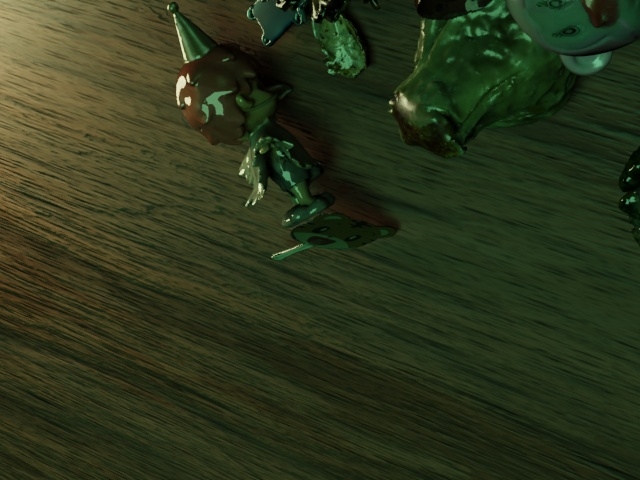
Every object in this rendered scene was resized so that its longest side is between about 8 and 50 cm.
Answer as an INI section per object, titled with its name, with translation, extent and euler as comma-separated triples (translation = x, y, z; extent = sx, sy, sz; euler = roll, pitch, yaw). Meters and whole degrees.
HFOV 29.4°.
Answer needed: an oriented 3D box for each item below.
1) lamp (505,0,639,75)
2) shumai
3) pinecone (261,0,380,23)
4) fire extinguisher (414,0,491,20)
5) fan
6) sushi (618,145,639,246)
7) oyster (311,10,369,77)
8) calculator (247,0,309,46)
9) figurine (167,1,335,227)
[lamp]
translation = 0.346, -0.360, 1.427
extent = 0.301, 0.247, 0.247
euler = -35, 128, 23
[shumai]
translation = 0.205, -0.236, 1.584
extent = 0.225, 0.222, 0.261
euler = 17, 120, 29
[pinecone]
translation = -0.016, -0.406, 1.617
extent = 0.243, 0.243, 0.257
euler = -24, 96, 41
[fire extinguisher]
translation = 0.111, -0.445, 1.524
extent = 0.106, 0.147, 0.337
euler = 129, 130, -66
[fan]
translation = 0.000, 0.000, 1.934
extent = 0.226, 0.152, 0.008
euler = -22, 63, 45
[sushi]
translation = 0.539, -0.028, 1.484
extent = 0.352, 0.178, 0.294
euler = 47, 147, 2
[oyster]
translation = 0.031, -0.302, 1.787
extent = 0.086, 0.029, 0.132
euler = 6, 116, 25
[calculator]
translation = -0.057, -0.351, 1.815
extent = 0.141, 0.019, 0.094
euler = -38, 78, 44
[figurine]
translation = -0.117, -0.198, 1.880
extent = 0.387, 0.166, 0.207
euler = 58, 174, -1
